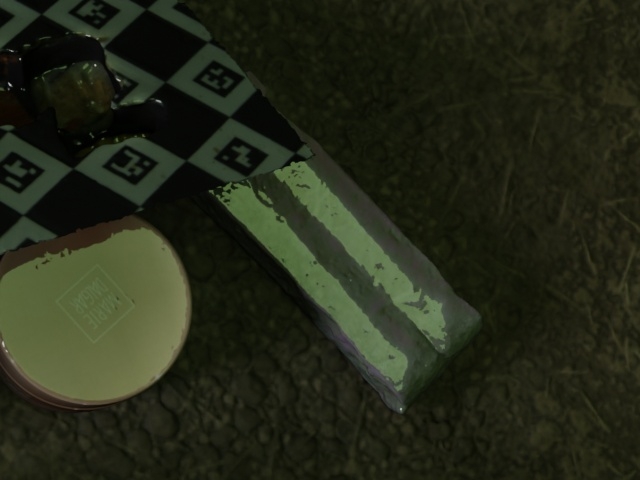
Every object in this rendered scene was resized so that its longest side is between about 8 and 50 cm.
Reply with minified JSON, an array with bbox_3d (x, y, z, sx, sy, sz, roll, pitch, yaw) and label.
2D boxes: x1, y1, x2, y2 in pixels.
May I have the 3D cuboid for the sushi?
[{"bbox_3d":[-0.204,-0.099,1.360,0.292,0.059,0.294,-20,55,-25],"label":"sushi"}]

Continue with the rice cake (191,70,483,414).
[{"bbox_3d":[0.000,-0.002,1.456,0.298,0.050,0.106,47,71,-5],"label":"rice cake"}]

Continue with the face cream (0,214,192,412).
[{"bbox_3d":[-0.178,0.053,1.365,0.149,0.104,0.149,3,81,-16],"label":"face cream"}]
